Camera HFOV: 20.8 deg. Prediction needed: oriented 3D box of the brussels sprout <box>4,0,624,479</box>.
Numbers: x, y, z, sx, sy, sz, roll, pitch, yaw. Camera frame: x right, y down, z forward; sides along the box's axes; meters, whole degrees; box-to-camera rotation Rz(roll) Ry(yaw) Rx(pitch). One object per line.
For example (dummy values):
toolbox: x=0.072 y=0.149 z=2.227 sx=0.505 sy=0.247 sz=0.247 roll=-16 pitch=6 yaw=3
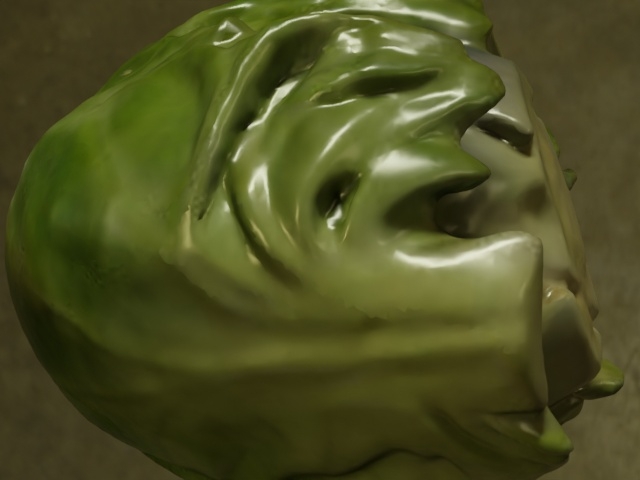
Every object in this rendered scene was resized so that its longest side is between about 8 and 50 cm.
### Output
brussels sprout: x=-0.015 y=0.013 z=1.137 sx=0.361 sy=0.425 sz=0.342 roll=-17 pitch=92 yaw=12
